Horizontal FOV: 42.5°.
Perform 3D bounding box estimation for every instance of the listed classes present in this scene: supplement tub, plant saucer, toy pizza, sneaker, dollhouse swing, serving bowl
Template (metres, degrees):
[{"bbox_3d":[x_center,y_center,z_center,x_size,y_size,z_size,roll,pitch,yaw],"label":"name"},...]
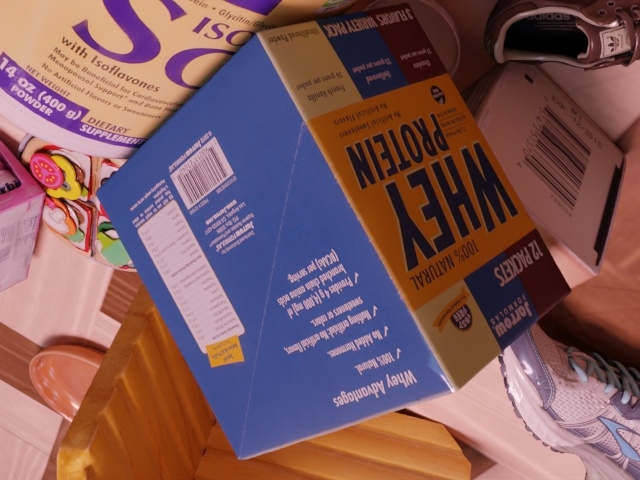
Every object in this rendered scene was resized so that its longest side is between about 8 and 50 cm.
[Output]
[{"bbox_3d":[-0.068,-0.217,0.470,0.241,0.241,0.331,44,136,-15],"label":"supplement tub"},{"bbox_3d":[-0.316,0.214,1.162,0.200,0.037,0.200,15,136,15],"label":"plant saucer"},{"bbox_3d":[-0.248,-0.036,0.892,0.201,0.032,0.201,15,135,15],"label":"toy pizza"},{"bbox_3d":[0.199,-0.133,0.529,0.188,0.071,0.066,2,130,28],"label":"sneaker"},{"bbox_3d":[-0.018,0.214,0.780,0.305,0.347,0.315,4,133,14],"label":"dollhouse swing"},{"bbox_3d":[0.268,0.148,0.756,0.122,0.110,0.283,-35,112,26],"label":"sneaker"},{"bbox_3d":[0.067,-0.150,0.617,0.083,0.027,0.083,15,135,15],"label":"serving bowl"}]

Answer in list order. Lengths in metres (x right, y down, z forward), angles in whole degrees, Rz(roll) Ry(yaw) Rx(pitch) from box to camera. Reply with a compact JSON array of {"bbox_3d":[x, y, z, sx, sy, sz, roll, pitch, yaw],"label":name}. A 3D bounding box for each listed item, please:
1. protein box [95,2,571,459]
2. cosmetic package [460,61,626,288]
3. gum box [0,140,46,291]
[{"bbox_3d":[0.000,0.000,0.510,0.200,0.136,0.201,-31,87,45],"label":"protein box"},{"bbox_3d":[0.080,0.004,0.666,0.129,0.153,0.296,42,137,-11],"label":"cosmetic package"},{"bbox_3d":[-0.375,-0.030,0.920,0.107,0.062,0.188,48,139,11],"label":"gum box"}]
